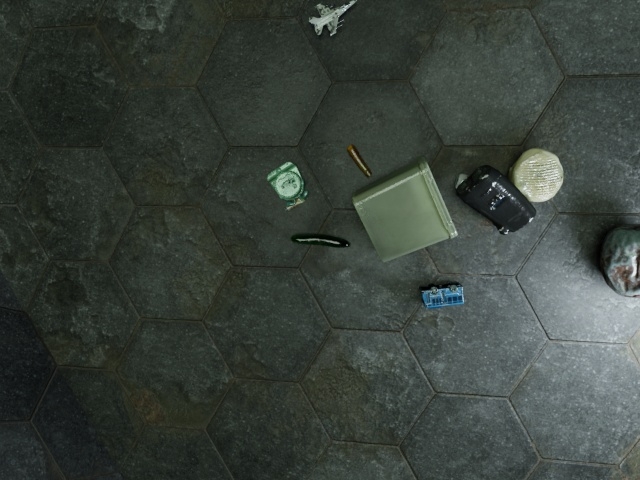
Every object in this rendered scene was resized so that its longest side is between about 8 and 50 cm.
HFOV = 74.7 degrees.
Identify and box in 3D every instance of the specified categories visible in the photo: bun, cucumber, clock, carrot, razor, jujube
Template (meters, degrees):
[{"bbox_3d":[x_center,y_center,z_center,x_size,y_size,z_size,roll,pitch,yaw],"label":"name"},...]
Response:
[{"bbox_3d":[0.905,-0.279,1.780,0.209,0.116,0.237,-15,109,11],"label":"bun"},{"bbox_3d":[0.000,0.000,1.964,0.284,0.056,0.056,5,97,2],"label":"cucumber"},{"bbox_3d":[-0.146,-0.260,1.948,0.148,0.060,0.189,-33,89,10],"label":"clock"},{"bbox_3d":[0.180,-0.360,1.907,0.042,0.042,0.171,-36,93,10],"label":"carrot"},{"bbox_3d":[0.741,-0.168,1.766,0.326,0.107,0.189,36,124,-17],"label":"razor"},{"bbox_3d":[1.291,0.093,1.715,0.246,0.215,0.308,13,115,42],"label":"jujube"}]

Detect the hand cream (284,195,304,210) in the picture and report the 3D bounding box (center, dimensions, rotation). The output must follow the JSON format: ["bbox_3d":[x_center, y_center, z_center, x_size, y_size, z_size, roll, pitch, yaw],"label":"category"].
[{"bbox_3d":[-0.125,-0.172,1.978,0.102,0.022,0.035,-33,84,6],"label":"hand cream"}]

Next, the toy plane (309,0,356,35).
[{"bbox_3d":[0.054,-0.986,1.841,0.234,0.082,0.160,-26,82,-5],"label":"toy plane"}]

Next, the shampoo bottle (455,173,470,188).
[{"bbox_3d":[0.691,-0.237,1.835,0.192,0.074,0.074,16,98,4],"label":"shampoo bottle"}]

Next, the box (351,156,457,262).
[{"bbox_3d":[0.357,-0.123,1.806,0.343,0.177,0.352,-24,107,13],"label":"box"}]

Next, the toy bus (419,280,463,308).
[{"bbox_3d":[0.547,0.249,1.900,0.184,0.090,0.106,-8,97,8],"label":"toy bus"}]
